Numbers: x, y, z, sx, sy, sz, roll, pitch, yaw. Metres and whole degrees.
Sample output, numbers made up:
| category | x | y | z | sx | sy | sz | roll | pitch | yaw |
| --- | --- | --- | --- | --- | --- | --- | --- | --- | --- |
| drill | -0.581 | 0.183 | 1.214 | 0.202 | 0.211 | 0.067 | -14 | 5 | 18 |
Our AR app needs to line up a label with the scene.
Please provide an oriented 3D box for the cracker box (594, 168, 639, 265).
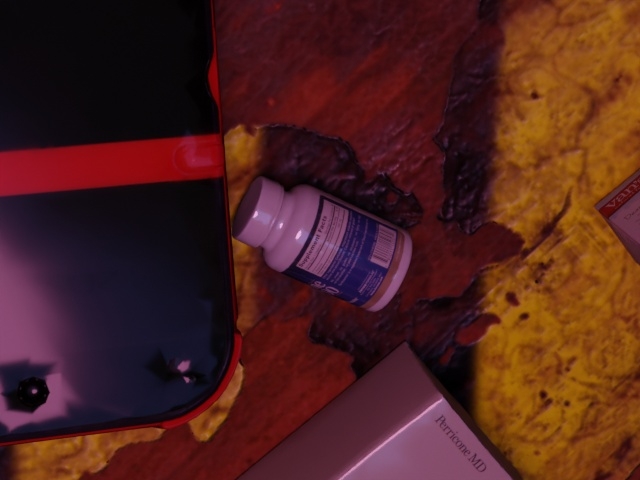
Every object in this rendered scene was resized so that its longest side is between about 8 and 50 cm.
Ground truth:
| category | x | y | z | sx | sy | sz | roll | pitch | yaw |
| --- | --- | --- | --- | --- | --- | --- | --- | --- | --- |
| cracker box | 0.307 | -0.018 | 1.106 | 0.155 | 0.232 | 0.067 | -39 | 112 | 3 |

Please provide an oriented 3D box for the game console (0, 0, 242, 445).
| category | x | y | z | sx | sy | sz | roll | pitch | yaw |
| --- | --- | --- | --- | --- | --- | --- | --- | --- | --- |
| game console | -0.247 | -0.029 | 1.017 | 0.386 | 0.060 | 0.342 | -6 | 93 | -15 |

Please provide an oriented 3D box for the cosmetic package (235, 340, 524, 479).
| category | x | y | z | sx | sy | sz | roll | pitch | yaw |
| --- | --- | --- | --- | --- | --- | --- | --- | --- | --- |
| cosmetic package | 0.004 | 0.243 | 1.194 | 0.309 | 0.113 | 0.160 | -40 | 110 | 4 |

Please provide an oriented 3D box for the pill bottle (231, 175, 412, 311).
| category | x | y | z | sx | sy | sz | roll | pitch | yaw |
| --- | --- | --- | --- | --- | --- | --- | --- | --- | --- |
| pill bottle | 0.000 | 0.000 | 1.139 | 0.120 | 0.067 | 0.067 | 24 | 101 | -17 |
